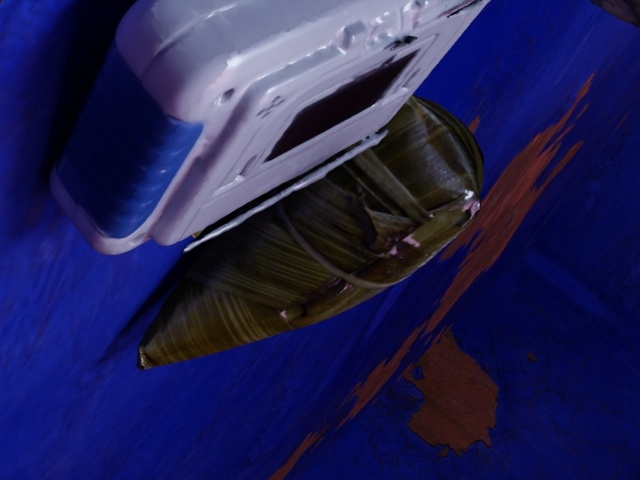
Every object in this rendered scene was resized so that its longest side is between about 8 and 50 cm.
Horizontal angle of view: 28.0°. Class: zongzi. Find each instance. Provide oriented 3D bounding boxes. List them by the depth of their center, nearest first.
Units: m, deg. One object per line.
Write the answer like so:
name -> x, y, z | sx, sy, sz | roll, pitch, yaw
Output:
zongzi -> 0.000, 0.000, 1.026 | 0.288, 0.134, 0.286 | -38, 175, 11

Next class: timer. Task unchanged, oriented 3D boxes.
timer -> -0.011, -0.089, 0.672 | 0.253, 0.078, 0.178 | -31, 169, -36

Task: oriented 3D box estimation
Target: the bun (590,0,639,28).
bun -> 0.299, -0.290, 0.961 | 0.281, 0.281, 0.205 | -49, 143, -4

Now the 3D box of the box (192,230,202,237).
box -> -0.053, -0.065, 0.832 | 0.133, 0.023, 0.090 | -49, 167, -3
